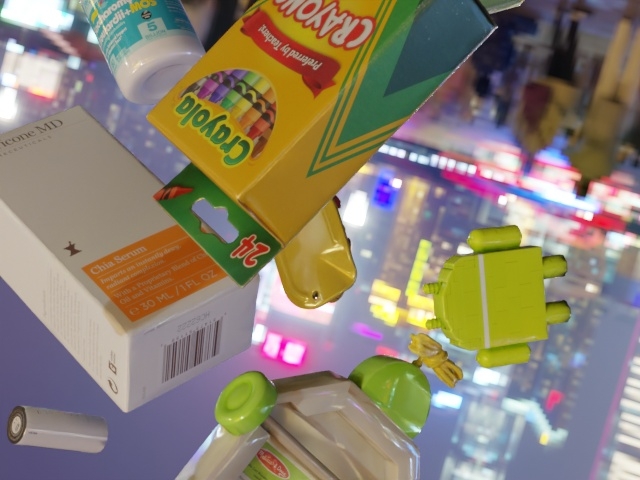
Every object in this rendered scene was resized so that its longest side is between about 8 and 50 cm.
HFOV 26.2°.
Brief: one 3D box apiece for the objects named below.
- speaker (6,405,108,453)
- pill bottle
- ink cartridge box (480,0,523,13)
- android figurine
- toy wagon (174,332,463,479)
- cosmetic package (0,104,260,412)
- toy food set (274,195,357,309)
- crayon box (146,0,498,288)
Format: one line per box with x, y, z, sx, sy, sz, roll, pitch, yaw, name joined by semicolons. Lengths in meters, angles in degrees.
-0.369;0.267;1.939;0.136;0.055;0.055;14;-176;-40;speaker
-0.290;-0.355;2.163;0.146;0.146;0.264;9;-131;-58;pill bottle
0.205;-0.462;2.293;0.255;0.189;0.097;-17;170;-15;ink cartridge box
0.306;0.100;2.398;0.272;0.248;0.056;-8;-174;-19;android figurine
-0.005;0.224;1.201;0.267;0.344;0.068;47;164;-30;toy wagon
-0.317;0.013;1.997;0.230;0.161;0.453;-27;-127;-33;cosmetic package
0.000;0.000;1.912;0.071;0.128;0.218;18;-134;-45;toy food set
-0.022;-0.130;1.229;0.081;0.318;0.202;45;176;-40;crayon box
